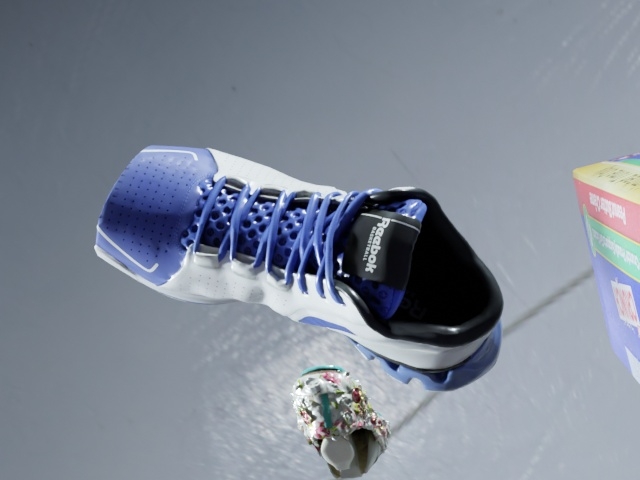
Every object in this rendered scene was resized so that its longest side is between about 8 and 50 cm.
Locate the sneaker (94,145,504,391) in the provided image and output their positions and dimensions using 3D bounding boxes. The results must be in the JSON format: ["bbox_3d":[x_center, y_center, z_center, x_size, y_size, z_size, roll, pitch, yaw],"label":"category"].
[{"bbox_3d":[0.001,0.001,0.982,0.315,0.182,0.127,21,74,1],"label":"sneaker"}]

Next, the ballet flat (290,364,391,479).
[{"bbox_3d":[0.019,0.193,1.354,0.091,0.241,0.077,-12,65,11],"label":"ballet flat"}]

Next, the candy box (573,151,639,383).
[{"bbox_3d":[0.299,-0.013,0.660,0.317,0.268,0.122,-15,96,4],"label":"candy box"}]
